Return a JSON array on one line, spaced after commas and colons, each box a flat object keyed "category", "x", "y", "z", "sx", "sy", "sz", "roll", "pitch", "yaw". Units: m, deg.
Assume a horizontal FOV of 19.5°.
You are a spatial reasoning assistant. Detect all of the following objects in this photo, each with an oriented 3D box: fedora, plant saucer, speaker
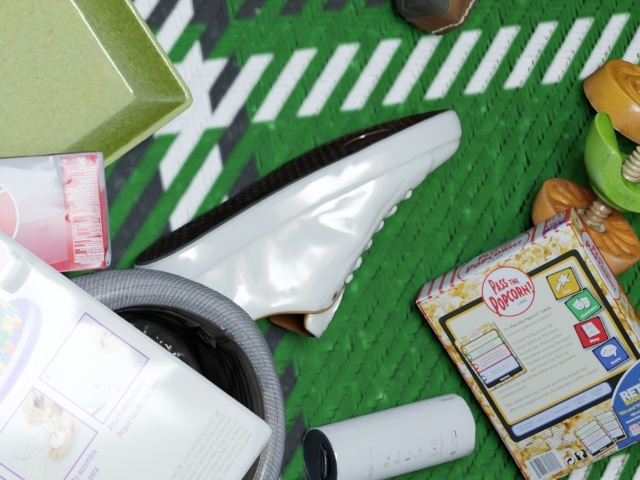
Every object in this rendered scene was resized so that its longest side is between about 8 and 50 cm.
[{"category": "fedora", "x": -0.158, "y": 0.150, "z": 1.325, "sx": 0.243, "sy": 0.124, "sz": 0.275, "roll": 38, "pitch": 74, "yaw": -19}, {"category": "plant saucer", "x": -0.218, "y": -0.128, "z": 1.374, "sx": 0.188, "sy": 0.045, "sz": 0.188, "roll": -39, "pitch": 103, "yaw": -28}, {"category": "speaker", "x": 0.055, "y": 0.162, "z": 1.485, "sx": 0.136, "sy": 0.055, "sz": 0.055, "roll": -12, "pitch": 89, "yaw": -30}]

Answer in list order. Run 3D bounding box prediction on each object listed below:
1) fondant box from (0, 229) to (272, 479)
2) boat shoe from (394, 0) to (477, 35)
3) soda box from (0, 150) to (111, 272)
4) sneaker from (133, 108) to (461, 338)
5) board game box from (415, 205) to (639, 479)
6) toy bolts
[{"category": "fondant box", "x": -0.233, "y": 0.122, "z": 1.174, "sx": 0.330, "sy": 0.096, "sz": 0.238, "roll": 37, "pitch": 78, "yaw": -13}, {"category": "boat shoe", "x": 0.165, "y": -0.313, "z": 1.573, "sx": 0.120, "sy": 0.122, "sz": 0.324, "roll": 31, "pitch": 70, "yaw": -26}, {"category": "soda box", "x": -0.279, "y": -0.010, "z": 1.263, "sx": 0.263, "sy": 0.092, "sz": 0.083, "roll": -4, "pitch": 91, "yaw": -16}, {"category": "sneaker", "x": 0.000, "y": 0.000, "z": 1.456, "sx": 0.290, "sy": 0.106, "sz": 0.123, "roll": -31, "pitch": 103, "yaw": -18}, {"category": "board game box", "x": 0.190, "y": 0.090, "z": 1.525, "sx": 0.193, "sy": 0.146, "sz": 0.045, "roll": 58, "pitch": 19, "yaw": -11}, {"category": "toy bolts", "x": 0.285, "y": -0.021, "z": 1.624, "sx": 0.228, "sy": 0.158, "sz": 0.218, "roll": 27, "pitch": 31, "yaw": -14}]
